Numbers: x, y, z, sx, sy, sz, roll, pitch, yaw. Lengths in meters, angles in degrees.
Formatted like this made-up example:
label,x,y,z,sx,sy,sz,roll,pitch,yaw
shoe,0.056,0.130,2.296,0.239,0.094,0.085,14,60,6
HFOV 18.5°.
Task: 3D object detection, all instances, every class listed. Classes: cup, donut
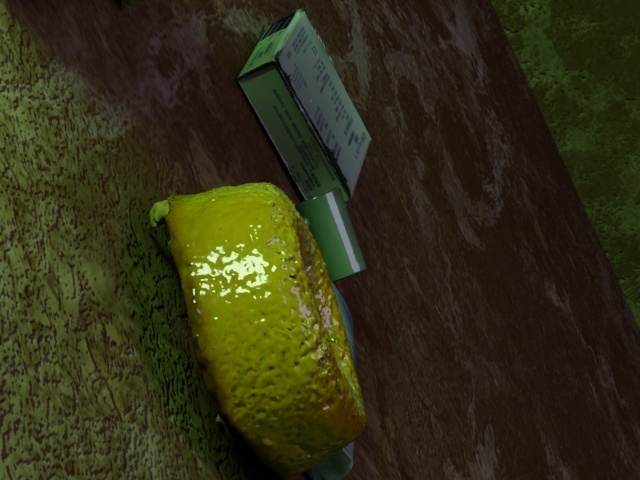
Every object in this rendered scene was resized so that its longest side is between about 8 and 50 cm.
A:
label,x,y,z,sx,sy,sz,roll,pitch,yaw
cup,0.005,-0.002,1.860,0.083,0.054,0.075,69,16,0
donut,-0.046,0.068,1.532,0.253,0.118,0.253,-19,90,-87

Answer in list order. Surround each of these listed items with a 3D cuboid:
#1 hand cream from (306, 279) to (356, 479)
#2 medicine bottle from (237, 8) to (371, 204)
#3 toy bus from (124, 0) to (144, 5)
label,x,y,z,sx,sy,sz,roll,pitch,yaw
hand cream,0.007,0.116,1.726,0.255,0.048,0.079,-89,156,-60
medicine bottle,-0.010,-0.131,1.992,0.171,0.052,0.201,61,17,-16
toy bus,-0.174,-0.287,1.637,0.175,0.088,0.101,50,23,-45
